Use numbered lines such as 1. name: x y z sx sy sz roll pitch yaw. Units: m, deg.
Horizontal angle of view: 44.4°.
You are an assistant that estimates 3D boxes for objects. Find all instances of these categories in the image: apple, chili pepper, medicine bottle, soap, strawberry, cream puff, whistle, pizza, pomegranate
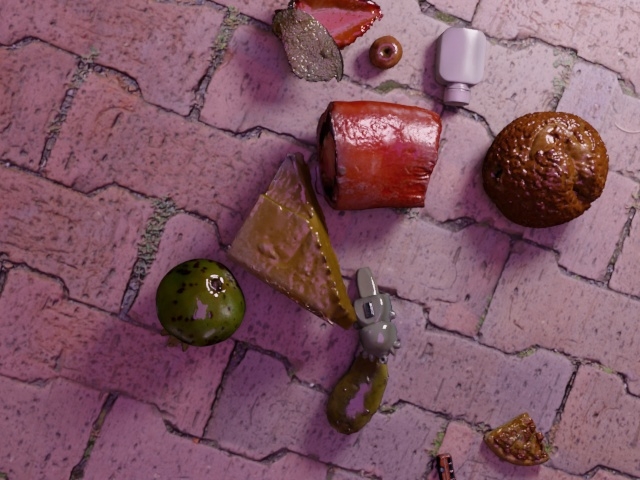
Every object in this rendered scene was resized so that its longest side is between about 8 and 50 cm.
1. apple: 0.160 -0.459 1.915 0.083 0.071 0.084 0 92 0
2. chili pepper: 0.147 -0.195 1.842 0.305 0.229 0.252 2 81 -7
3. medicine bottle: 0.345 -0.429 1.940 0.119 0.069 0.183 5 89 -9
4. soap: 0.000 0.000 1.825 0.338 0.169 0.305 32 93 6
5. strawberry: 0.021 -0.539 1.875 0.228 0.098 0.175 -27 100 -1
6. cream puff: 0.558 -0.178 1.903 0.302 0.212 0.303 1 87 -11
7. whistle: 0.129 0.182 1.894 0.110 0.092 0.245 -20 66 16
8. pizza: 0.503 0.504 1.987 0.174 0.046 0.134 11 90 -7
9. pomegranate: -0.289 0.157 1.817 0.211 0.211 0.263 39 130 -6

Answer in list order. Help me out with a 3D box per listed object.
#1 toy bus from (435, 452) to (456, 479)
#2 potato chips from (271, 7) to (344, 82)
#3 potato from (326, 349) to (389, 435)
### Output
1. toy bus: 0.318 0.593 1.972 0.043 0.031 0.110 -10 92 -14
2. potato chips: -0.030 -0.445 1.825 0.209 0.026 0.142 27 95 -8
3. potato: 0.096 0.366 1.909 0.117 0.090 0.226 30 80 -1
